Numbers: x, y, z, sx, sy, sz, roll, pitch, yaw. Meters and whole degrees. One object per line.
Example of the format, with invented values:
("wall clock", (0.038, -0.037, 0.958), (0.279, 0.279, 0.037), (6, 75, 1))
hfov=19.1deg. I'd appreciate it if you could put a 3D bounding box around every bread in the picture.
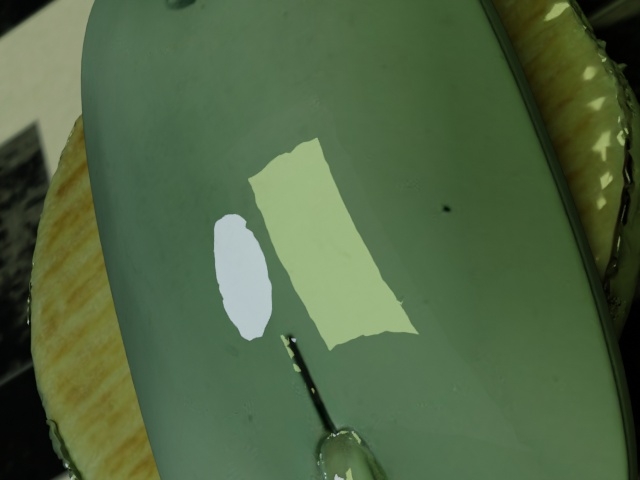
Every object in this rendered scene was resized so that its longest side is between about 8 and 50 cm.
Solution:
("bread", (0.000, 0.000, 0.692), (0.267, 0.040, 0.267), (-14, 62, 29))

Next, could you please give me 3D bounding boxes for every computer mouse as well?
("computer mouse", (-0.003, -0.006, 0.610), (0.159, 0.097, 0.288), (-25, 57, 20))
